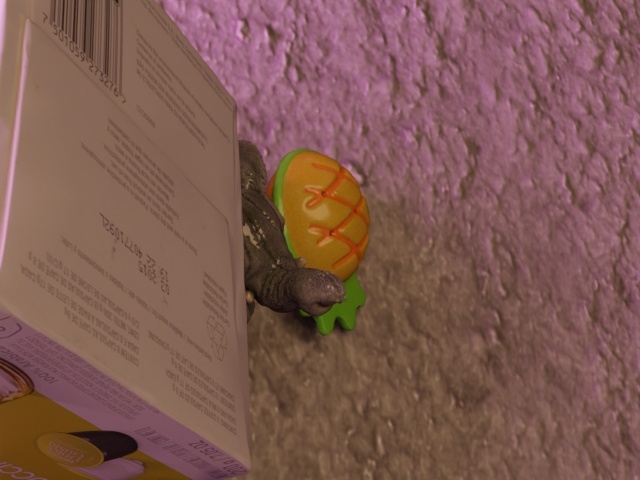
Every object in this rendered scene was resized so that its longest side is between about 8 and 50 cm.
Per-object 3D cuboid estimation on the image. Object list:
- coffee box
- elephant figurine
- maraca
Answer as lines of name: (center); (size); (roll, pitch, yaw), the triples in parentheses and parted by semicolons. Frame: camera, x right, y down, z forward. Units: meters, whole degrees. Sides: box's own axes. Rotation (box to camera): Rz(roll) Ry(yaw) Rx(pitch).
coffee box: (-0.270, -0.006, 0.877); (0.335, 0.337, 0.338); (-15, 59, 17)
elephant figurine: (-0.088, -0.005, 1.102); (0.186, 0.239, 0.169); (19, 63, -14)
maraca: (0.000, 0.000, 1.220); (0.127, 0.099, 0.185); (-6, 84, -51)
